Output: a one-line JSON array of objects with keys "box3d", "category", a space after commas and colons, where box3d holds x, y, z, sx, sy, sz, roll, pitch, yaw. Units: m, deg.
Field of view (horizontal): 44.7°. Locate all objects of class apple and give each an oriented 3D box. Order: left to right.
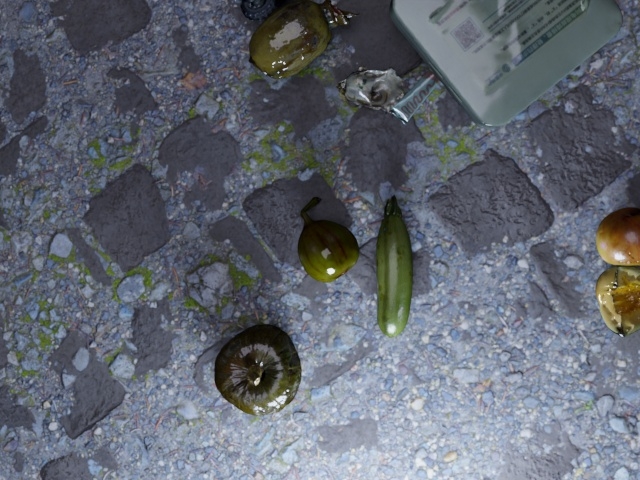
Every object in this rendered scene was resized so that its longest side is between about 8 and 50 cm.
[{"box3d": [0.680, -0.009, 1.711, 0.147, 0.146, 0.146, 0, 92, 11], "category": "apple"}]

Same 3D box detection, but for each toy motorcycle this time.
[{"box3d": [-0.116, -0.641, 1.860, 0.159, 0.106, 0.270, 29, 77, 34], "category": "toy motorcycle"}]

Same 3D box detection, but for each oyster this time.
[{"box3d": [0.118, -0.367, 1.854, 0.166, 0.053, 0.108, 10, 120, 3], "category": "oyster"}]

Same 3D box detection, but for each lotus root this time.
[{"box3d": [-0.047, -0.490, 1.834, 0.278, 0.154, 0.154, -33, 85, 9], "category": "lotus root"}]

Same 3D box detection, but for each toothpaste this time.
[{"box3d": [0.250, -0.367, 1.836, 0.056, 0.036, 0.205, 37, 100, -25], "category": "toothpaste"}]

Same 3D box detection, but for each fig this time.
[{"box3d": [0.007, 0.003, 1.840, 0.148, 0.142, 0.186, -38, 98, -17], "category": "fig"}]

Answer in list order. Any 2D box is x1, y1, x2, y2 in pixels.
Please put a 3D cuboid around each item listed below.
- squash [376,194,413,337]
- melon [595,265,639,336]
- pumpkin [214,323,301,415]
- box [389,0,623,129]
[{"box3d": [0.173, 0.062, 1.836, 0.095, 0.094, 0.340, 1, 91, 11], "category": "squash"}, {"box3d": [0.688, 0.126, 1.749, 0.128, 0.079, 0.160, -10, 97, -10], "category": "melon"}, {"box3d": [-0.151, 0.319, 1.873, 0.219, 0.162, 0.219, 0, 91, 7], "category": "pumpkin"}, {"box3d": [0.410, -0.503, 1.738, 0.396, 0.111, 0.396, -38, 94, 6], "category": "box"}]
